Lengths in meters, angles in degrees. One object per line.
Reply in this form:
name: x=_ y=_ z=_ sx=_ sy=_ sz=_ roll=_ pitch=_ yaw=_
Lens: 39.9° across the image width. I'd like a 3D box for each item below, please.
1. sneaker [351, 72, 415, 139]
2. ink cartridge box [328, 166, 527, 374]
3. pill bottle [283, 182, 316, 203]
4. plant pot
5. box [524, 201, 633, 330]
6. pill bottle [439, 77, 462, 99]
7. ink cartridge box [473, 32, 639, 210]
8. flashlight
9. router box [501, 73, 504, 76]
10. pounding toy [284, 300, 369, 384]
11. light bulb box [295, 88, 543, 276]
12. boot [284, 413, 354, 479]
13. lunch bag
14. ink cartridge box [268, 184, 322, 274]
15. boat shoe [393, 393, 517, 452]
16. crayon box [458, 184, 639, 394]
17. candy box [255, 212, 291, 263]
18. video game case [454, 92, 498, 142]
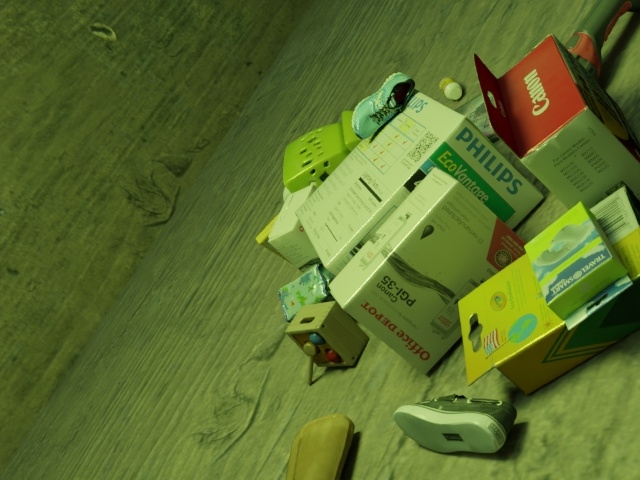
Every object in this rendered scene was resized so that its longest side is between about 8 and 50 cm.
sneaker: x=0.124 y=-0.267 z=1.734 sx=0.162 sy=0.063 sz=0.073 roll=-50 pitch=21 yaw=-3
ink cartridge box: x=0.186 y=0.054 z=1.486 sx=0.283 sy=0.207 sz=0.117 roll=-49 pitch=19 yaw=5
pill bottle: x=-0.041 y=-0.141 z=2.401 sx=0.119 sy=0.119 sz=0.208 roll=-41 pitch=23 yaw=23
plant pot: x=0.062 y=-0.161 z=2.096 sx=0.207 sy=0.228 sz=0.227 roll=-35 pitch=24 yaw=17
box: x=0.347 y=0.032 z=1.204 sx=0.109 sy=0.042 sz=0.178 roll=-42 pitch=22 yaw=21
pill bottle: x=0.322 y=-0.371 z=2.165 sx=0.043 sy=0.043 sz=0.083 roll=-45 pitch=21 yaw=12
ink cartridge box: x=0.387 y=-0.195 z=1.412 sx=0.130 sy=0.272 sz=0.309 roll=-40 pitch=23 yaw=25
flashlight: x=0.548 y=-0.404 z=1.704 sx=0.304 sy=0.103 sz=0.103 roll=-51 pitch=-14 yaw=-16
router box: x=0.426 y=-0.265 z=1.647 sx=0.046 sy=0.133 sz=0.179 roll=-55 pitch=22 yaw=-12
pounding toy: x=0.002 y=0.204 z=1.736 sx=0.141 sy=0.130 sz=0.100 roll=-13 pitch=35 yaw=51
light bulb box: x=0.171 y=-0.069 z=1.700 sx=0.361 sy=0.225 sz=0.358 roll=-47 pitch=20 yaw=6
boot: x=-0.053 y=0.444 z=1.487 sx=0.236 sy=0.089 sz=0.269 roll=-25 pitch=30 yaw=28
lunch bag: x=0.009 y=0.115 z=1.843 sx=0.129 sy=0.151 sz=0.096 roll=-34 pitch=58 yaw=32
ink cartridge box: x=0.000 y=0.000 z=1.951 sx=0.086 sy=0.203 sz=0.148 roll=-23 pitch=34 yaw=42
boat shoe: x=0.199 y=0.260 z=1.303 sx=0.076 sy=0.080 sz=0.228 roll=-41 pitch=11 yaw=-29
crayon box: x=0.350 y=0.085 z=1.280 sx=0.318 sy=0.081 sz=0.202 roll=-38 pitch=24 yaw=27
candy box: x=-0.050 y=0.005 z=2.062 sx=0.105 sy=0.206 sz=0.027 roll=-48 pitch=46 yaw=7
video game case: x=0.366 y=-0.271 z=1.935 sx=0.274 sy=0.026 sz=0.196 roll=-28 pitch=30 yaw=43
